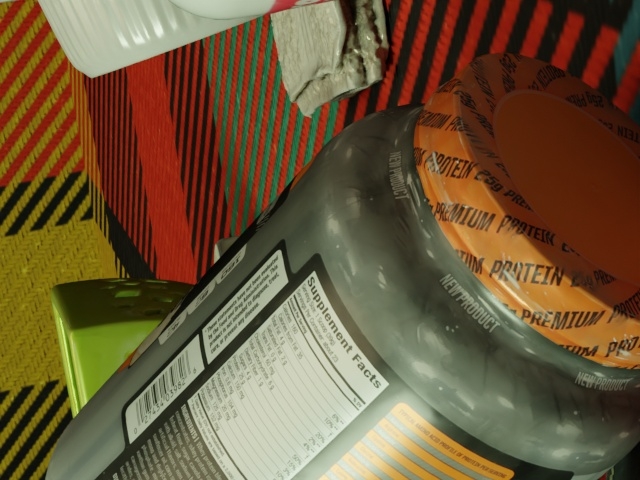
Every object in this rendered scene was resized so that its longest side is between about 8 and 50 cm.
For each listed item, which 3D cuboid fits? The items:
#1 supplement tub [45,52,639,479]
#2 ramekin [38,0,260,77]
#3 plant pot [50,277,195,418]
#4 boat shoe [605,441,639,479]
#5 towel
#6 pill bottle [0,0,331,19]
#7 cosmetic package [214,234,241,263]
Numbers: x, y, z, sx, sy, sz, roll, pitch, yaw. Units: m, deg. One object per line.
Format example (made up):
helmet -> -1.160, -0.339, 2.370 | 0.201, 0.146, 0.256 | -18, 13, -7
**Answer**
supplement tub -> 0.026, 0.070, 0.923 | 0.316, 0.193, 0.193 | -45, 50, 33
ramekin -> -0.124, -0.206, 1.562 | 0.207, 0.207, 0.109 | -168, 56, -76
plant pot -> -0.129, 0.147, 1.867 | 0.227, 0.207, 0.228 | -140, 39, -75
boat shoe -> 0.125, 0.172, 0.905 | 0.084, 0.079, 0.233 | 51, -132, -58
towel -> -0.016, -0.234, 1.397 | 0.187, 0.049, 0.282 | 162, 96, -77
pill bottle -> 0.014, -0.176, 0.698 | 0.176, 0.318, 0.176 | 167, 90, -78
cosmetic package -> 0.006, 0.117, 1.394 | 0.296, 0.153, 0.129 | 96, 160, -57
